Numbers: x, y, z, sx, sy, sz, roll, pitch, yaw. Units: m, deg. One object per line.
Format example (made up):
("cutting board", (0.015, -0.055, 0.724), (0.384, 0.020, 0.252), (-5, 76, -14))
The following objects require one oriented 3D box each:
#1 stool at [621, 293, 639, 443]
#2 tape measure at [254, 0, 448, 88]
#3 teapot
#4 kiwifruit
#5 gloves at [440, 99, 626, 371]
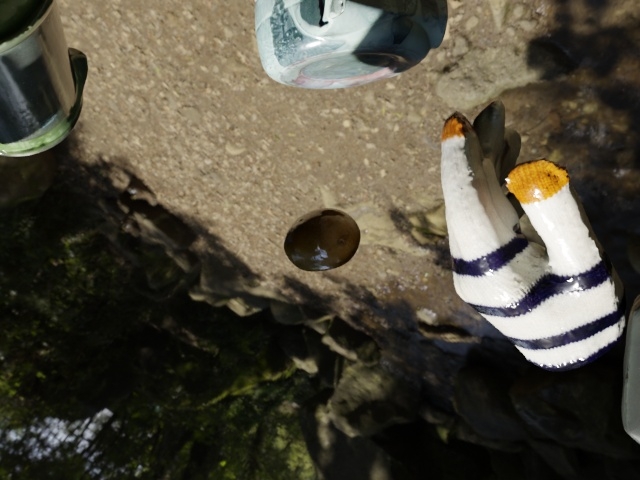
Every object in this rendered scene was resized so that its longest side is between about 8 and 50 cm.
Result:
("stool", (0.403, 0.124, 0.499), (0.232, 0.232, 0.141), (15, -172, 32))
("tape measure", (0.038, -0.317, 0.774), (0.275, 0.256, 0.147), (-1, 96, 55))
("teapot", (-0.401, -0.209, 0.597), (0.200, 0.270, 0.337), (57, 160, -2))
("kiwifruit", (0.000, 0.000, 0.616), (0.075, 0.075, 0.124), (43, 165, -16))
("gloves", (0.156, -0.003, 0.450), (0.131, 0.140, 0.219), (-39, 98, 19))
